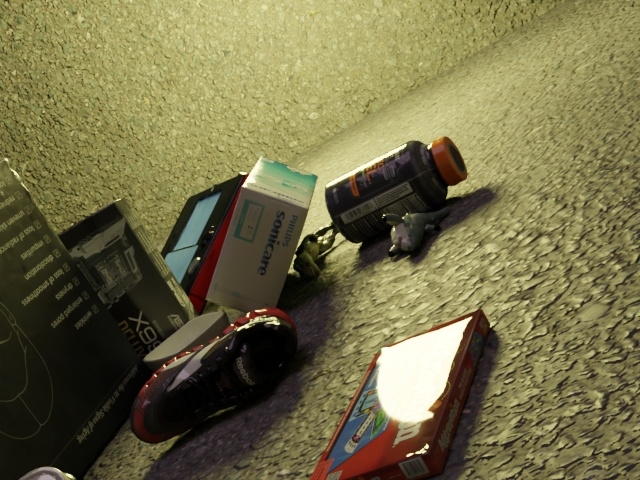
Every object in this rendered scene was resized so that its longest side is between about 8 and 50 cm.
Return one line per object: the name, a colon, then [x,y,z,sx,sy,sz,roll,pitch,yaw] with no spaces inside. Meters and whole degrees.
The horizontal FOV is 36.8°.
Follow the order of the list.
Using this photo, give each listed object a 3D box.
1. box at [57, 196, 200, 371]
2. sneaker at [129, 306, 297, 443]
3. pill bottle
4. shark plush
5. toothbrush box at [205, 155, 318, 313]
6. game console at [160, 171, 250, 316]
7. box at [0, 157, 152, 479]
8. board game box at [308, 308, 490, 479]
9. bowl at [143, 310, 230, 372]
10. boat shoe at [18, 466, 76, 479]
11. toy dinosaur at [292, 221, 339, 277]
box: [-0.394,0.110,1.802,0.243,0.307,0.076,-29,8,9]
sneaker: [-0.142,0.190,1.335,0.276,0.097,0.135,-33,9,-14]
pill bottle: [0.140,-0.098,1.741,0.246,0.130,0.130,-26,13,23]
shark plush: [0.168,-0.014,1.589,0.067,0.073,0.161,5,12,40]
toothbrush box: [-0.100,-0.011,1.755,0.295,0.126,0.216,-82,11,-73]
game console: [-0.283,0.029,2.056,0.387,0.060,0.341,-11,56,64]
box: [-0.572,0.191,1.503,0.297,0.471,0.480,-29,12,20]
board game box: [0.089,0.169,1.008,0.145,0.027,0.281,-24,13,27]
bowl: [-0.227,0.187,1.683,0.142,0.053,0.142,-39,15,-35]
boat shoe: [-0.424,0.413,1.217,0.319,0.116,0.099,-39,-32,-1]
toy dinosaur: [0.000,0.000,1.877,0.118,0.064,0.268,-37,7,9]
